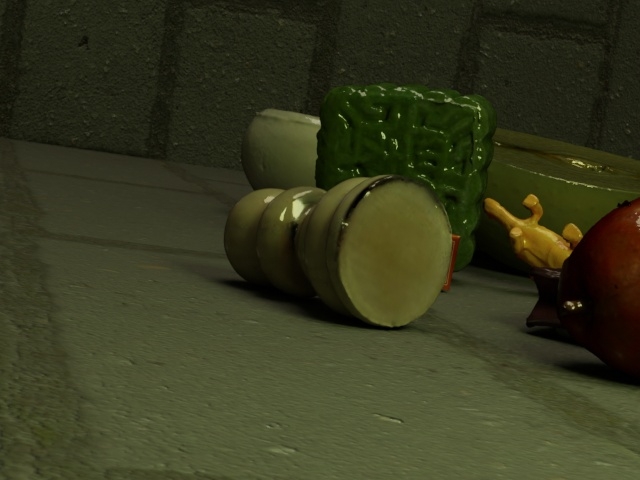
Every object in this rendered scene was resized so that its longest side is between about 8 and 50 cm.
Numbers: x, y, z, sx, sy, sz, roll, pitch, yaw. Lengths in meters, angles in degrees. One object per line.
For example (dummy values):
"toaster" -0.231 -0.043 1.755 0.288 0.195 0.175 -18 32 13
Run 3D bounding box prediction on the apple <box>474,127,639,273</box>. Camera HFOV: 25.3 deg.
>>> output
"apple" 0.373 -0.079 2.097 0.360 0.320 0.312 14 -31 3

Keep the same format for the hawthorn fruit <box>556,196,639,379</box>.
"hawthorn fruit" 0.300 0.042 1.253 0.202 0.185 0.185 -8 10 -15

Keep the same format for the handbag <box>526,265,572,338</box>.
"handbag" 0.333 0.074 1.489 0.203 0.074 0.216 12 4 26

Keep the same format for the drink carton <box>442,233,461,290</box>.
"drink carton" 0.044 0.010 1.694 0.223 0.071 0.096 7 7 -24

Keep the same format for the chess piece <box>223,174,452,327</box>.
"chess piece" 0.000 0.000 1.420 0.142 0.143 0.261 5 2 -35

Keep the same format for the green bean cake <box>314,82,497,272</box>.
"green bean cake" 0.106 -0.077 1.840 0.222 0.248 0.125 6 10 15

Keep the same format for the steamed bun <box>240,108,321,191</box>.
"steamed bun" 0.001 -0.114 2.379 0.283 0.177 0.283 12 4 -1

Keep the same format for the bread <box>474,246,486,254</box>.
"bread" 0.227 -0.009 2.299 0.187 0.065 0.149 12 -3 6

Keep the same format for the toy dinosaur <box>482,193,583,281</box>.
"toy dinosaur" 0.316 0.032 1.800 0.288 0.070 0.117 36 -13 28
